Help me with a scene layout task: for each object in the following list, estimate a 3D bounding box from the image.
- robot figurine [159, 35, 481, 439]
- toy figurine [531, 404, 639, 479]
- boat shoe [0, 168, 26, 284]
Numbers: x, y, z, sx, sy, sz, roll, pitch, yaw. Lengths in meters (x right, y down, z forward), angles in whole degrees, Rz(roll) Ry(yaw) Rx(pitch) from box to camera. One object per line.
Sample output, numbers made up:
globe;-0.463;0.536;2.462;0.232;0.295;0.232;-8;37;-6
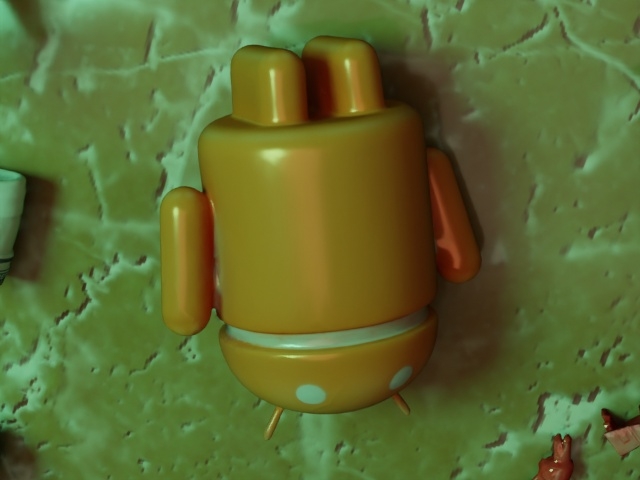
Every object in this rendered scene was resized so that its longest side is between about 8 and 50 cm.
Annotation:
robot figurine;0.002;0.000;0.787;0.128;0.158;0.219;3;105;31
toy figurine;0.221;0.290;0.779;0.191;0.217;0.362;-30;97;14
boat shoe;-0.299;-0.050;0.846;0.258;0.095;0.084;19;102;-7
